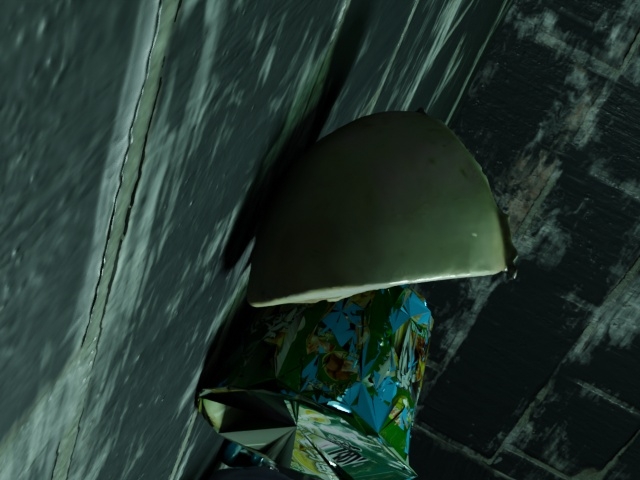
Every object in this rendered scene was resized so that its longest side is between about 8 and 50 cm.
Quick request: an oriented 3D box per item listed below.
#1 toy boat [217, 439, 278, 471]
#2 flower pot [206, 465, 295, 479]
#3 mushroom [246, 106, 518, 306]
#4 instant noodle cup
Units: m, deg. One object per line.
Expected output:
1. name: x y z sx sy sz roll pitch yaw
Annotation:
1. toy boat: -0.088 0.313 1.780 0.134 0.092 0.299 -57 174 -10
2. flower pot: -0.110 0.479 1.656 0.265 0.265 0.243 -46 151 -69
3. mushroom: 0.012 -0.030 0.946 0.236 0.173 0.162 -13 -99 48
4. instant noodle cup: 0.008 0.132 1.174 0.240 0.240 0.178 107 5 -63
